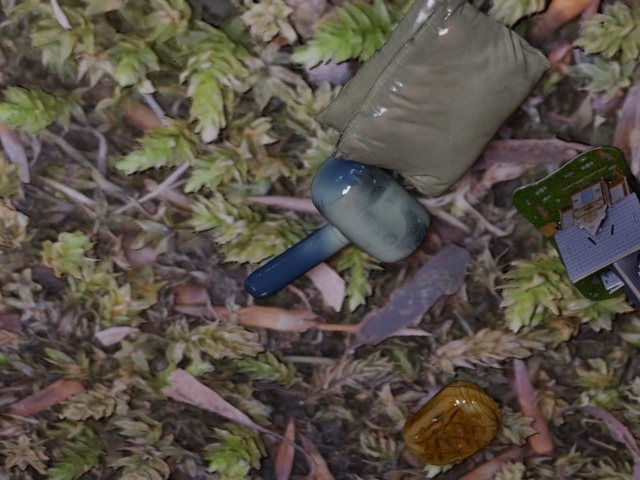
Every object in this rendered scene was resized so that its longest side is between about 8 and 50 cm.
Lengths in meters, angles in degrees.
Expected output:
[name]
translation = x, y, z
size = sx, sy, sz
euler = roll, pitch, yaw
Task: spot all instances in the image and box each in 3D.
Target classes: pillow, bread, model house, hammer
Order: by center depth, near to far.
[pillow]
translation = 0.100, -0.127, 1.206
size = 0.134, 0.078, 0.181
euler = 28, 120, -21
[model house]
translation = 0.265, 0.011, 1.295
size = 0.117, 0.088, 0.167
euler = -28, 122, 20
[hammer]
translation = 0.000, 0.000, 1.315
size = 0.194, 0.069, 0.116
euler = -34, 120, 30
[bread]
translation = 0.138, 0.192, 1.466
size = 0.083, 0.044, 0.111
euler = 30, 124, -23
